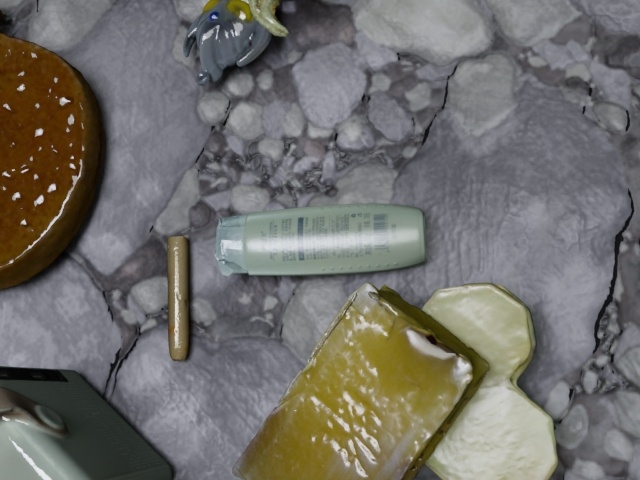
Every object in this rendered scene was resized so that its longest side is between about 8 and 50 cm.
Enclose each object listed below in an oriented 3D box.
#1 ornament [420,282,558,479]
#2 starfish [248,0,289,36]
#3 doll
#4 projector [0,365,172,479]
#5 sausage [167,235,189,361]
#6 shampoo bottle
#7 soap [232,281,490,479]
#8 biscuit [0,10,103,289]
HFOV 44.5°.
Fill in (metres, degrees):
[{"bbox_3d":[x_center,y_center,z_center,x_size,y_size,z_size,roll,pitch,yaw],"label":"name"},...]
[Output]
[{"bbox_3d":[0.123,0.148,0.745,0.180,0.059,0.201,-11,81,15],"label":"ornament"},{"bbox_3d":[-0.077,-0.375,0.828,0.358,0.078,0.347,39,89,27],"label":"starfish"},{"bbox_3d":[-0.085,-0.250,0.848,0.104,0.062,0.194,24,79,13],"label":"doll"},{"bbox_3d":[-0.272,0.221,0.716,0.177,0.242,0.163,38,88,16],"label":"projector"},{"bbox_3d":[-0.150,0.061,0.829,0.024,0.024,0.132,-5,79,11],"label":"sausage"},{"bbox_3d":[0.000,0.000,0.796,0.212,0.049,0.072,-2,83,10],"label":"shampoo bottle"},{"bbox_3d":[0.035,0.167,0.718,0.135,0.076,0.233,38,104,22],"label":"soap"},{"bbox_3d":[-0.431,-0.111,0.891,0.394,0.070,0.350,12,81,12],"label":"biscuit"}]
